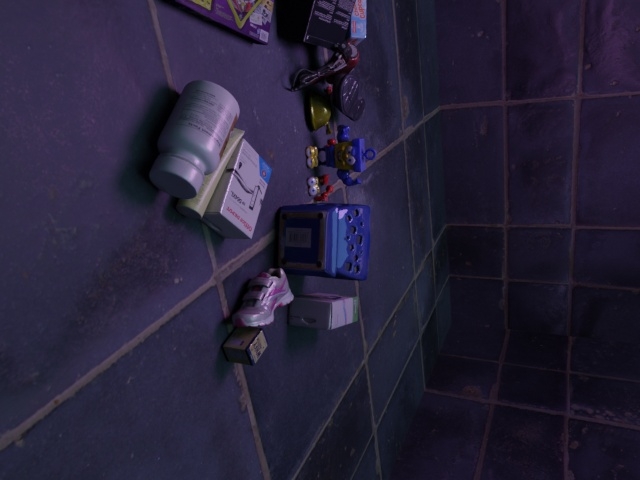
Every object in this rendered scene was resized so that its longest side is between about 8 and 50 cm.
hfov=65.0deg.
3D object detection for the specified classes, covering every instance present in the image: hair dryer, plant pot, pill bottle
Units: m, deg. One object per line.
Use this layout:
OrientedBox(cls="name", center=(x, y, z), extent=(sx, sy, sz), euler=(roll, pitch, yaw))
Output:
OrientedBox(cls="hair dryer", center=(0.017, -0.546, 1.581), extent=(0.080, 0.223, 0.293), euler=(64, 17, -1))
OrientedBox(cls="plant pot", center=(0.000, 0.000, 1.511), extent=(0.212, 0.235, 0.236), euler=(2, 91, -56))
OrientedBox(cls="pill bottle", center=(-0.266, -0.209, 1.056), extent=(0.131, 0.131, 0.230), euler=(54, 46, -51))

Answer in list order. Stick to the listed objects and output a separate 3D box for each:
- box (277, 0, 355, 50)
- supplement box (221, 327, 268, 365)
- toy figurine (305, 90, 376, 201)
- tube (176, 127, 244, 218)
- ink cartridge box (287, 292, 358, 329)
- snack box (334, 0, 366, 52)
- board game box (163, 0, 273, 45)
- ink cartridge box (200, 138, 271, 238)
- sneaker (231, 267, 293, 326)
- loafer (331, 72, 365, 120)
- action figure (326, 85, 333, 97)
OrientedBox(cls="box", center=(-0.004, -0.686, 1.514), extent=(0.261, 0.103, 0.185), euler=(-25, 134, -61))
OrientedBox(cls="supplement box", center=(-0.194, 0.269, 1.294), extent=(0.083, 0.083, 0.056), euler=(-54, 139, -47))
OrientedBox(cls="toy figurine", center=(0.088, -0.311, 1.662), extent=(0.191, 0.217, 0.363), euler=(-22, 113, -61))
OrientedBox(cls="tube", center=(-0.254, -0.165, 1.146), extent=(0.070, 0.062, 0.241), euler=(32, 64, -35))
OrientedBox(cls="ink cartridge box", center=(0.012, 0.226, 1.624), extent=(0.212, 0.154, 0.093), euler=(-1, 93, -63))
OrientedBox(cls="snack box", center=(0.097, -0.821, 1.694), extent=(0.187, 0.060, 0.323), euler=(-164, -107, -74))
OrientedBox(cls="board game box", center=(-0.218, -0.606, 1.168), extent=(0.346, 0.056, 0.209), euler=(-8, 115, -62))
OrientedBox(cls="ink cartridge box", center=(-0.210, -0.122, 1.226), extent=(0.148, 0.085, 0.203), euler=(46, 51, -56))
OrientedBox(cls="sneaker", center=(-0.162, 0.149, 1.345), extent=(0.252, 0.102, 0.112), euler=(-44, 127, -62))
OrientedBox(cls="loafer", center=(0.073, -0.473, 1.657), extent=(0.109, 0.095, 0.302), euler=(-63, 165, 3))
OrientedBox(cls="action figure", center=(0.049, -0.520, 1.777), extent=(0.115, 0.030, 0.038), euler=(0, 97, -62))
